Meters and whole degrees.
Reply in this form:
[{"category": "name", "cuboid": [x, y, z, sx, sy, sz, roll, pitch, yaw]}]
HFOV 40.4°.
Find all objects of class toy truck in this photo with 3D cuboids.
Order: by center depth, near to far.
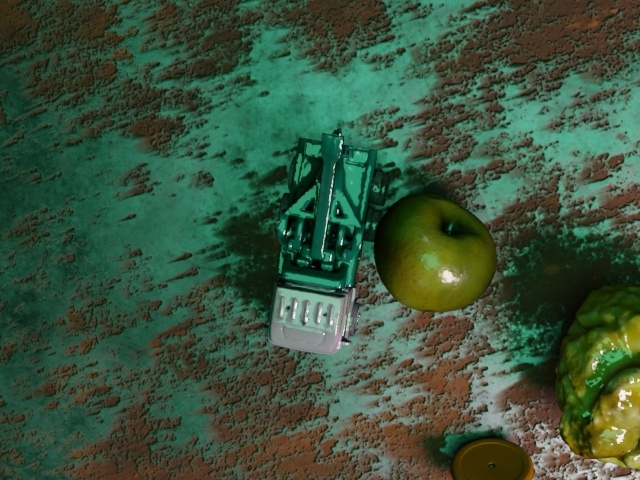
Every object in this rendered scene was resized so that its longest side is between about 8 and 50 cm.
[{"category": "toy truck", "cuboid": [0.001, 0.001, 1.385, 0.177, 0.178, 0.363, 10, 99, 6]}]

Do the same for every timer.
[{"category": "timer", "cuboid": [0.285, 0.424, 1.427, 0.132, 0.132, 0.152, -5, 119, 8]}]

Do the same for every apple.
[{"category": "apple", "cuboid": [0.175, 0.024, 1.358, 0.196, 0.196, 0.157, 28, 133, 4]}]

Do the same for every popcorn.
[{"category": "popcorn", "cuboid": [0.492, 0.209, 1.292, 0.282, 0.247, 0.282, 5, 131, 5]}]
